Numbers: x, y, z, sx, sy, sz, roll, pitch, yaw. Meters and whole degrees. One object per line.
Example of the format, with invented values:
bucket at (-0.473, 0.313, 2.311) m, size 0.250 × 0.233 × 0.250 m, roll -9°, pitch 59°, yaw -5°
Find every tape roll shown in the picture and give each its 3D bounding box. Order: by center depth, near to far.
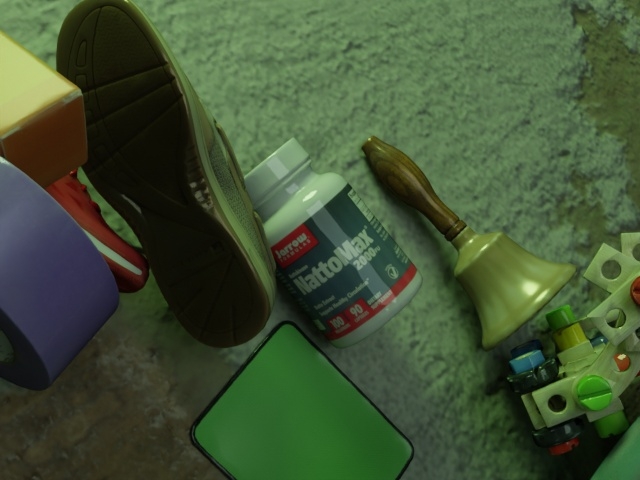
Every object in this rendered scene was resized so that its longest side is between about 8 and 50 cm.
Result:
tape roll at (-0.246, 0.018, 0.686) m, size 0.189 × 0.189 × 0.080 m, roll 44°, pitch 59°, yaw -10°

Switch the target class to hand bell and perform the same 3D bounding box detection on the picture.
hand bell at (0.132, -0.016, 0.968) m, size 0.242 × 0.126 × 0.126 m, roll 47°, pitch 58°, yaw 7°

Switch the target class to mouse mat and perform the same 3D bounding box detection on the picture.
mouse mat at (-0.011, 0.186, 0.868) m, size 0.190 × 0.007 × 0.152 m, roll 46°, pitch 59°, yaw -7°

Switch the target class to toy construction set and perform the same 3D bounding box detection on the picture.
toy construction set at (0.287, 0.103, 0.904) m, size 0.215 × 0.327 × 0.151 m, roll -25°, pitch 71°, yaw 11°

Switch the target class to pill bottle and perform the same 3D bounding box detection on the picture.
pill bottle at (0.000, 0.000, 0.871) m, size 0.180 × 0.108 × 0.108 m, roll 51°, pitch 59°, yaw -5°

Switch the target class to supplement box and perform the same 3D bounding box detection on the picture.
supplement box at (-0.284, -0.128, 0.718) m, size 0.233 × 0.080 × 0.078 m, roll 38°, pitch 55°, yaw 19°

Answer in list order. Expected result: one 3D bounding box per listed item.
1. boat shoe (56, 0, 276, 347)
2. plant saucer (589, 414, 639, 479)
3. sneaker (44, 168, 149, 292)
boat shoe at (-0.121, -0.060, 0.790) m, size 0.302 × 0.109 × 0.098 m, roll 64°, pitch 16°, yaw -8°
plant saucer at (0.332, 0.212, 0.908) m, size 0.317 × 0.318 × 0.043 m, roll -28°, pitch 52°, yaw -32°
sneaker at (-0.214, -0.061, 0.789) m, size 0.221 × 0.087 × 0.128 m, roll 38°, pitch 62°, yaw -14°
